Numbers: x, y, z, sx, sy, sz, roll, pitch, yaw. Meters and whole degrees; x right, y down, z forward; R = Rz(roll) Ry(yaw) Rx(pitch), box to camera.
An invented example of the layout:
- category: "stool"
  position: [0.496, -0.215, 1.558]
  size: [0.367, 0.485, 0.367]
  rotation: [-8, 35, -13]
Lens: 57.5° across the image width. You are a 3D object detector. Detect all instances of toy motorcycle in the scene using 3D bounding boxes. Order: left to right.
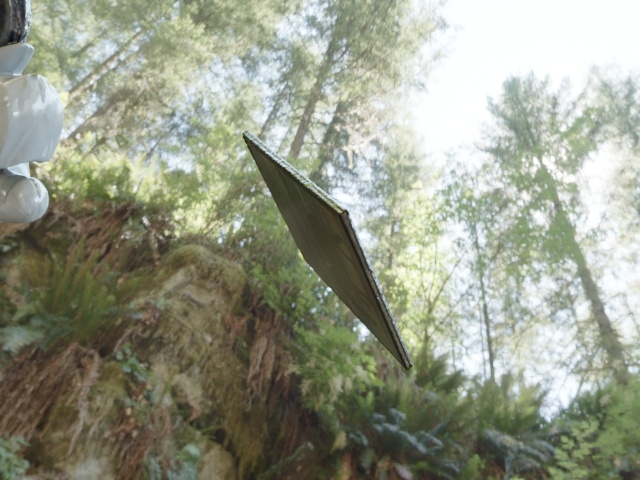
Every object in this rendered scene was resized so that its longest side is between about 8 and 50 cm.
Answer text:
- category: "toy motorcycle"
  position: [-0.239, -0.064, 0.379]
  size: [0.229, 0.074, 0.151]
  rotation: [-36, -90, 23]

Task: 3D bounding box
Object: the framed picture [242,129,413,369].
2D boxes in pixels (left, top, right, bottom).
- category: "framed picture"
  position: [0.000, 0.000, 0.813]
  size: [0.016, 0.347, 0.264]
  rotation: [-32, -55, -9]
